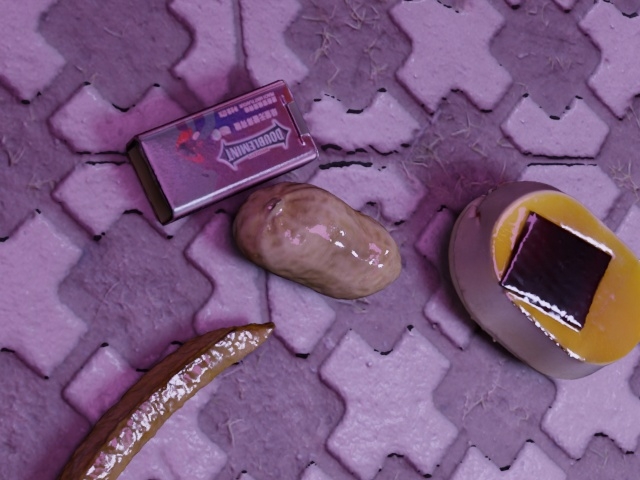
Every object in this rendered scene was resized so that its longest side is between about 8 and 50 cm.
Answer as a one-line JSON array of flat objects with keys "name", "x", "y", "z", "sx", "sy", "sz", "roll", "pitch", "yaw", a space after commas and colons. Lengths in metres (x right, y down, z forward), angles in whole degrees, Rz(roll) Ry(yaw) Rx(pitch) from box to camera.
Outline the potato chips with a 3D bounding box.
[{"name": "potato chips", "x": -0.207, "y": 0.216, "z": 1.570, "sx": 0.407, "sy": 0.057, "sz": 0.080, "roll": -48, "pitch": 113, "yaw": -27}]

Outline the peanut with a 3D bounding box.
[{"name": "peanut", "x": 0.000, "y": 0.000, "z": 1.680, "sx": 0.224, "sy": 0.129, "sz": 0.129, "roll": 20, "pitch": 70, "yaw": -22}]

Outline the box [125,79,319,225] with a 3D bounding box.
[{"name": "box", "x": -0.123, "y": -0.113, "z": 1.680, "sx": 0.224, "sy": 0.069, "sz": 0.120, "roll": -26, "pitch": 91, "yaw": -27}]

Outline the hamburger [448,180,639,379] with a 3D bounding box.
[{"name": "hamburger", "x": 0.310, "y": 0.054, "z": 1.806, "sx": 0.295, "sy": 0.151, "sz": 0.227, "roll": 44, "pitch": 70, "yaw": -15}]
